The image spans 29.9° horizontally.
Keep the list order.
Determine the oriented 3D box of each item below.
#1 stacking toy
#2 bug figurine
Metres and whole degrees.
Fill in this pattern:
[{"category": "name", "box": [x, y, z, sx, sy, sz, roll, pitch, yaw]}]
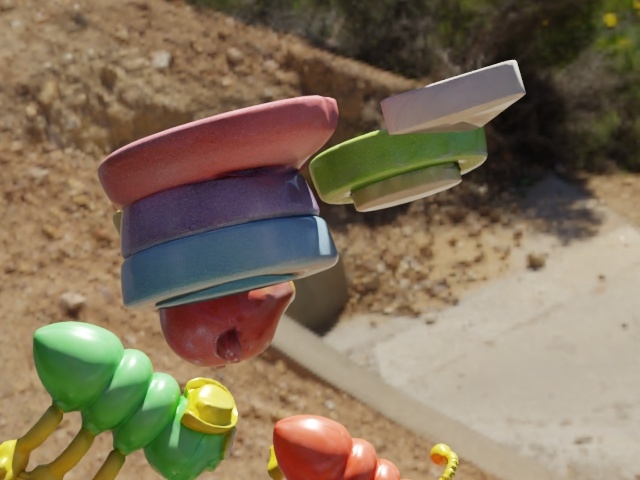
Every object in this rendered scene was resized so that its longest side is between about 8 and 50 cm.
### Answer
[{"category": "stacking toy", "box": [0.000, 0.000, 0.802, 0.279, 0.130, 0.309, -13, -6, -4]}, {"category": "bug figurine", "box": [-0.030, 0.127, 0.435, 0.072, 0.216, 0.279, -49, 15, 24]}]
